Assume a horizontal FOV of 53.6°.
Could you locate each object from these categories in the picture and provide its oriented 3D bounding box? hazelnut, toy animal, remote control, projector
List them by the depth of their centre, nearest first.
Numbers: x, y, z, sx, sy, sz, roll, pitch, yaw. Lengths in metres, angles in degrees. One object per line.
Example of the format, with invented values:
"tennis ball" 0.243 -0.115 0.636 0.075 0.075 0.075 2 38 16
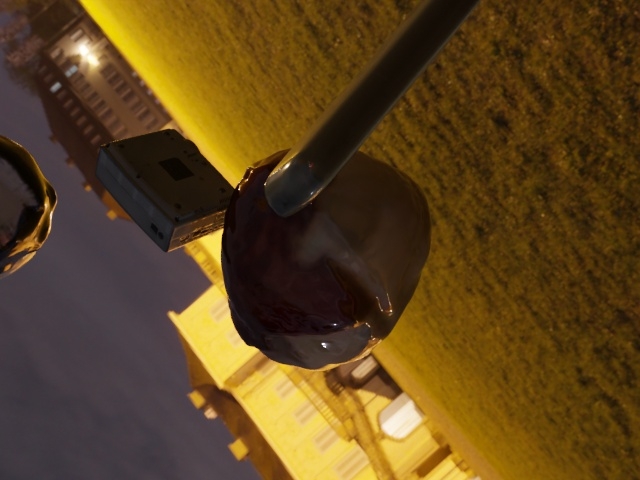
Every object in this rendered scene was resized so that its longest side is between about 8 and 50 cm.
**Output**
"remote control" 0.060 -0.138 0.501 0.038 0.310 0.090 43 155 -11
"hazelnut" 0.000 0.000 0.700 0.241 0.261 0.261 32 170 29
"projector" -0.182 -0.068 0.770 0.147 0.061 0.115 44 -139 18
"toy animal" -0.559 -0.047 1.048 0.251 0.251 0.310 50 167 -11
